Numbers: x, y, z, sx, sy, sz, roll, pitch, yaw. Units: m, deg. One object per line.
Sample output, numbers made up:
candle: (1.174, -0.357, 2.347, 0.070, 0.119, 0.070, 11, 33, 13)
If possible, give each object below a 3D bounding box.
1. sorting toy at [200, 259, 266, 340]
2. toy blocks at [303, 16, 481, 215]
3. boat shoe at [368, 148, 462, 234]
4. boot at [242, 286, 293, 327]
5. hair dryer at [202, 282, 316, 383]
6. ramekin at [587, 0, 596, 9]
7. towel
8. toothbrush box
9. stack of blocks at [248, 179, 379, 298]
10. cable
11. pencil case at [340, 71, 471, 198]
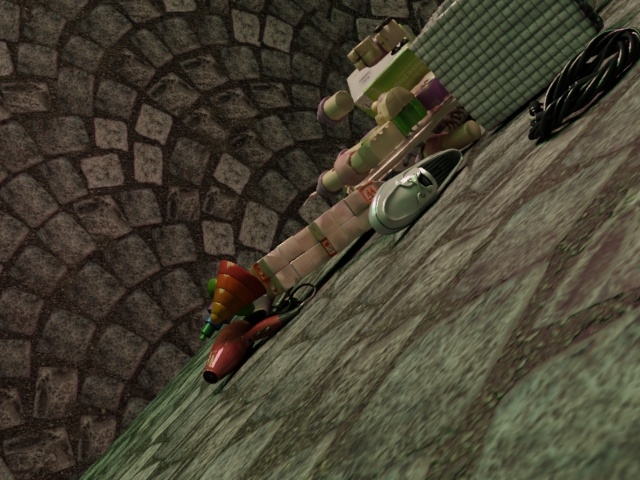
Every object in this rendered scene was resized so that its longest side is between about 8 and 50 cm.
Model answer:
sorting toy: (-0.229, 0.165, 1.905, 0.126, 0.127, 0.365, -57, 3, -24)
toy blocks: (0.098, -0.208, 1.657, 0.288, 0.309, 0.260, -47, 10, -32)
boat shoe: (0.167, -0.097, 1.443, 0.226, 0.083, 0.076, -47, 3, -36)
boot: (-0.137, 0.157, 2.096, 0.190, 0.076, 0.208, -59, -5, 6)
hair dryer: (-0.149, 0.192, 1.786, 0.293, 0.080, 0.223, -46, 4, -18)
ramekin: (0.481, -0.515, 1.750, 0.207, 0.207, 0.109, -45, 14, 1)
towel: (0.331, -0.366, 1.474, 0.283, 0.235, 0.121, -42, -1, 39)
toothbrush box: (0.243, -0.385, 2.148, 0.206, 0.283, 0.122, -42, 37, 27)
stack of blocks: (0.000, 0.000, 1.814, 0.297, 0.087, 0.171, -36, 0, -23)
cable: (0.334, -0.206, 1.072, 0.184, 0.047, 0.150, -41, 5, 39)
pencil case: (0.209, -0.241, 2.007, 0.410, 0.160, 0.183, -45, 22, 3)
